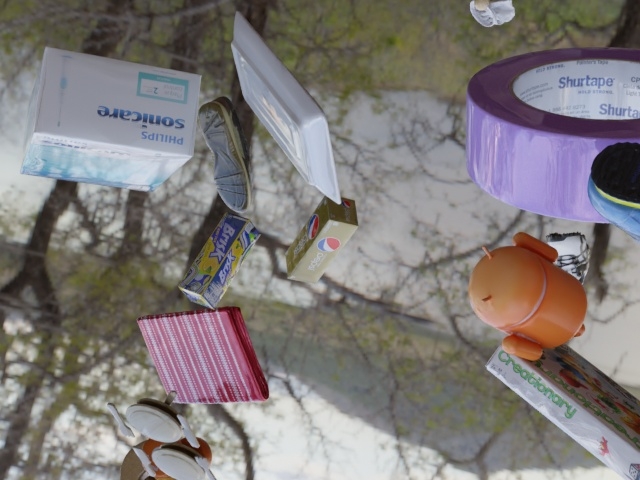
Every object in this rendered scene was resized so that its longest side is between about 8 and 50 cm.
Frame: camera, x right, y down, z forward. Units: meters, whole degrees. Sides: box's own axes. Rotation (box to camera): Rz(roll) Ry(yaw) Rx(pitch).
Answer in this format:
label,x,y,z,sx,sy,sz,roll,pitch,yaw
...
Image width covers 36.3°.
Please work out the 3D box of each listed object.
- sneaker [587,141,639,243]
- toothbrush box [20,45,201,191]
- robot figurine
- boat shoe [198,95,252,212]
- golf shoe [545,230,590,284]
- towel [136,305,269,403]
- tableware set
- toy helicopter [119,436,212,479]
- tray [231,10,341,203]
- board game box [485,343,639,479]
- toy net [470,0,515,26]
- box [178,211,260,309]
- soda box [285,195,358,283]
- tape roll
label,x,y,z,sx,sy,sz,roll,pitch,yaw
sneaker,0.312,-0.009,0.782,0.209,0.069,0.082,29,163,30
toothbrush box,-0.317,-0.166,1.437,0.216,0.126,0.295,7,171,-19
robot figurine,0.307,0.082,1.450,0.219,0.158,0.128,26,-167,-38
boat shoe,-0.162,-0.162,1.827,0.080,0.223,0.073,3,-149,34
golf shoe,0.531,0.040,2.070,0.077,0.094,0.198,-6,160,30
towel,-0.226,0.222,1.876,0.275,0.199,0.031,-9,-164,41
tableware set,-0.222,0.290,1.439,0.128,0.039,0.194,4,136,22
toy helicopter,-0.296,0.558,1.878,0.235,0.355,0.140,-31,157,13
tray,-0.052,-0.167,1.230,0.030,0.145,0.270,-23,-134,-13
board game box,0.416,0.254,1.489,0.305,0.053,0.193,39,-158,23
toy net,0.261,-0.442,1.796,0.232,0.045,0.122,25,153,-35
box,-0.180,0.035,1.751,0.059,0.169,0.054,17,155,32
soda box,0.000,0.000,1.728,0.058,0.061,0.181,12,139,-22
tape roll,0.289,-0.118,1.011,0.275,0.090,0.275,-4,-152,2
